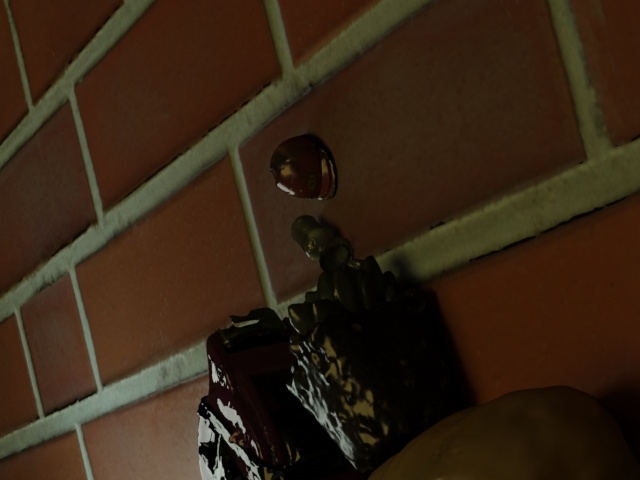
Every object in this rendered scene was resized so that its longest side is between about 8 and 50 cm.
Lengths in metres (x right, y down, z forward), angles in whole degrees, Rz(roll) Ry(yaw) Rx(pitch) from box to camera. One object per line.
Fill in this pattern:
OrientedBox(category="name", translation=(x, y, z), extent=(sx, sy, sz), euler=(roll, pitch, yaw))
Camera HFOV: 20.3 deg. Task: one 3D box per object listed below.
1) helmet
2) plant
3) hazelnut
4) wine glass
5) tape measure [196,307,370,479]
OrientedBox(category="helmet", translation=(-0.024, -0.072, 1.819), extent=(0.084, 0.049, 0.065), euler=(40, 134, 54))
OrientedBox(category="plant", translation=(0.042, 0.111, 1.662), extent=(0.194, 0.132, 0.129), euler=(61, 147, 25))
OrientedBox(category="hazelnut", translation=(0.154, 0.223, 1.400), extent=(0.261, 0.241, 0.261), euler=(29, 143, 25))
OrientedBox(category="wine glass", translation=(0.000, 0.000, 1.818), extent=(0.083, 0.039, 0.042), euler=(-135, 38, -56))
OrientedBox(category="tape measure", translation=(-0.052, 0.231, 1.886), extent=(0.245, 0.149, 0.231), euler=(54, 144, 43))
